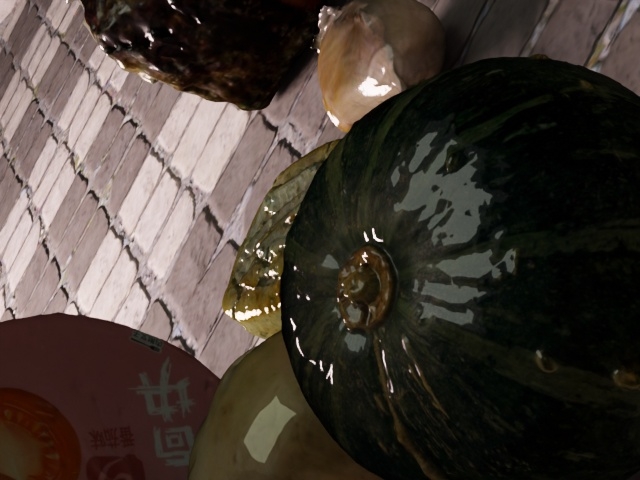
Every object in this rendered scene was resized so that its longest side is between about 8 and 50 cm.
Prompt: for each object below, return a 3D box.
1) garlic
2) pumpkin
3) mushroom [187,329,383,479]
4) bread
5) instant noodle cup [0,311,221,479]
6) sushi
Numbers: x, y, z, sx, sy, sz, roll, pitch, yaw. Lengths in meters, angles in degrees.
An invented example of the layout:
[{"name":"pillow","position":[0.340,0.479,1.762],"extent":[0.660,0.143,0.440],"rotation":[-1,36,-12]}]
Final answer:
[{"name":"garlic","position":[0.045,-0.113,1.003],"extent":[0.152,0.066,0.084],"rotation":[167,99,-69]},{"name":"pumpkin","position":[0.070,0.017,0.647],"extent":[0.190,0.146,0.190],"rotation":[-6,81,36]},{"name":"mushroom","position":[-0.003,0.107,0.770],"extent":[0.148,0.112,0.148],"rotation":[-53,23,34]},{"name":"bread","position":[0.000,0.000,0.959],"extent":[0.156,0.064,0.117],"rotation":[-36,35,54]},{"name":"instant noodle cup","position":[-0.163,0.194,0.899],"extent":[0.231,0.243,0.243],"rotation":[-47,26,52]},{"name":"sushi","position":[-0.104,-0.244,1.269],"extent":[0.182,0.196,0.343],"rotation":[-62,32,29]}]
